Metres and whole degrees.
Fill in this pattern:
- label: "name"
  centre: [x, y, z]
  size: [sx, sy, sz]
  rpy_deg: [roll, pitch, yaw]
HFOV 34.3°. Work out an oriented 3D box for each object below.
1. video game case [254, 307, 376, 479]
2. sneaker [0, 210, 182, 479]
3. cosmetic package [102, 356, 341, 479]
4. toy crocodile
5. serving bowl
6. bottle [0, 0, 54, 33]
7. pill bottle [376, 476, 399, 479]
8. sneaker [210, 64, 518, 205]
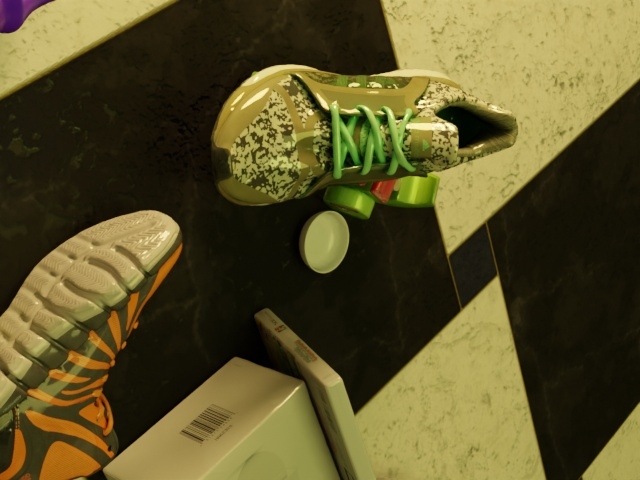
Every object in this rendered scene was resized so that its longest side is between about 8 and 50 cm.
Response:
- label: "video game case"
  centre: [0.000, 0.216, 1.293]
  size: [0.026, 0.206, 0.227]
  rpy_deg: [-28, 121, -16]
- label: "sneaker"
  centre: [-0.247, 0.122, 1.091]
  size: [0.321, 0.125, 0.180]
  rpy_deg: [-44, 133, -16]
- label: "cosmetic package"
  centre: [-0.104, 0.305, 1.253]
  size: [0.224, 0.138, 0.224]
  rpy_deg: [-39, 124, -33]
- label: "toy crocodile"
  centre: [0.025, -0.113, 1.308]
  size: [0.340, 0.105, 0.115]
  rpy_deg: [31, 77, -45]
- label: "serving bowl"
  centre: [0.000, 0.000, 1.366]
  size: [0.083, 0.027, 0.083]
  rpy_deg: [-13, 109, -43]
- label: "bottle"
  centre: [-0.348, -0.205, 0.909]
  size: [0.283, 0.092, 0.118]
  rpy_deg: [-34, 123, -36]
- label: "pill bottle"
  centre: [0.155, 0.462, 1.543]
  size: [0.283, 0.161, 0.161]
  rpy_deg: [42, 69, -43]
- label: "sneaker"
  centre: [0.065, -0.125, 1.161]
  size: [0.410, 0.182, 0.158]
  rpy_deg: [-16, 108, -38]
